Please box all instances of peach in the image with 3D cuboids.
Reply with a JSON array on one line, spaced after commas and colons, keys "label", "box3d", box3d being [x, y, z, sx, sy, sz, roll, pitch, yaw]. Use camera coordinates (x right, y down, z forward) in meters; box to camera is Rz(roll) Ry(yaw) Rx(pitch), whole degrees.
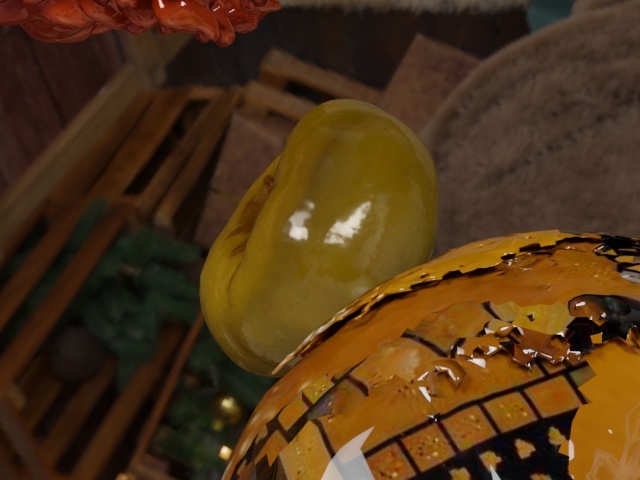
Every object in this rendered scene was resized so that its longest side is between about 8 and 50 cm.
[{"label": "peach", "box3d": [0.000, 0.000, 0.796, 0.103, 0.179, 0.179, 28, 143, -15]}]

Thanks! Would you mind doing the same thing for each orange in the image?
[{"label": "orange", "box3d": [0.068, 0.115, 0.393, 0.234, 0.234, 0.182, 45, 154, -20]}]

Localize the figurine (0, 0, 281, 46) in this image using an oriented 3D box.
[{"label": "figurine", "box3d": [-0.109, -0.312, 0.974, 0.306, 0.412, 0.241, 42, -178, 8]}]
